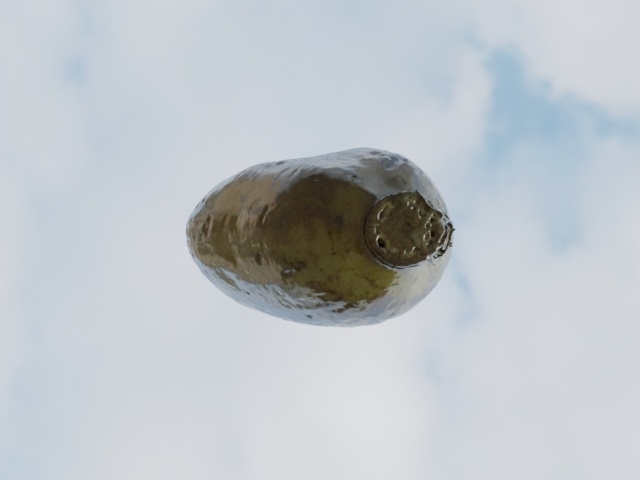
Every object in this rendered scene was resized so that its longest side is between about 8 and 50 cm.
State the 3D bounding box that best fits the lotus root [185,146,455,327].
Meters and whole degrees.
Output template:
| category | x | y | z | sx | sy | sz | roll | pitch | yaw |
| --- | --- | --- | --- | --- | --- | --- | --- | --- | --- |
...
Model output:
| category | x | y | z | sx | sy | sz | roll | pitch | yaw |
| --- | --- | --- | --- | --- | --- | --- | --- | --- | --- |
| lotus root | 0.000 | 0.000 | 0.809 | 0.179 | 0.089 | 0.080 | -3 | -84 | 58 |
